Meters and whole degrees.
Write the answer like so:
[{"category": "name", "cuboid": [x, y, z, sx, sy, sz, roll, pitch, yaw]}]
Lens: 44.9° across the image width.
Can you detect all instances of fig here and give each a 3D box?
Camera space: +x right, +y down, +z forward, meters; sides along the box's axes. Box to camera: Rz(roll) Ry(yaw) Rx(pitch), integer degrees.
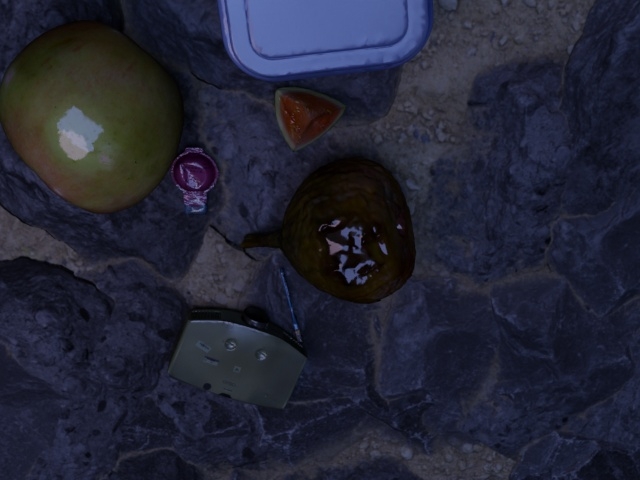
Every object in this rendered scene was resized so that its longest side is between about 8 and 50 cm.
[{"category": "fig", "cuboid": [0.000, 0.000, 1.518, 0.368, 0.286, 0.286, -12, 116, 33]}]

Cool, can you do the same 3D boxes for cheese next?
[{"category": "cheese", "cuboid": [-0.248, -0.116, 1.533, 0.095, 0.038, 0.145, 1, 118, -4]}]

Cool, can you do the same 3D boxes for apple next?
[{"category": "apple", "cuboid": [-0.384, -0.216, 1.340, 0.277, 0.319, 0.319, -44, 109, -1]}]

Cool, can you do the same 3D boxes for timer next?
[{"category": "timer", "cuboid": [0.000, -0.476, 1.335, 0.394, 0.173, 0.395, -1, 113, -3]}]

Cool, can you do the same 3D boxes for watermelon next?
[{"category": "watermelon", "cuboid": [-0.015, -0.241, 1.473, 0.135, 0.094, 0.125, -16, 104, -3]}]

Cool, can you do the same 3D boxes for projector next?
[{"category": "projector", "cuboid": [-0.171, 0.238, 1.653, 0.269, 0.088, 0.194, 20, 108, -13]}]

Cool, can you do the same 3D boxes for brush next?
[{"category": "brush", "cuboid": [-0.063, 0.136, 1.648, 0.014, 0.051, 0.164, -15, 105, -4]}]
